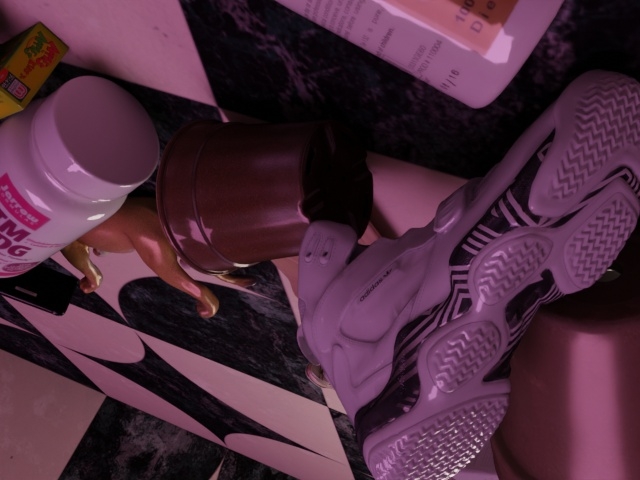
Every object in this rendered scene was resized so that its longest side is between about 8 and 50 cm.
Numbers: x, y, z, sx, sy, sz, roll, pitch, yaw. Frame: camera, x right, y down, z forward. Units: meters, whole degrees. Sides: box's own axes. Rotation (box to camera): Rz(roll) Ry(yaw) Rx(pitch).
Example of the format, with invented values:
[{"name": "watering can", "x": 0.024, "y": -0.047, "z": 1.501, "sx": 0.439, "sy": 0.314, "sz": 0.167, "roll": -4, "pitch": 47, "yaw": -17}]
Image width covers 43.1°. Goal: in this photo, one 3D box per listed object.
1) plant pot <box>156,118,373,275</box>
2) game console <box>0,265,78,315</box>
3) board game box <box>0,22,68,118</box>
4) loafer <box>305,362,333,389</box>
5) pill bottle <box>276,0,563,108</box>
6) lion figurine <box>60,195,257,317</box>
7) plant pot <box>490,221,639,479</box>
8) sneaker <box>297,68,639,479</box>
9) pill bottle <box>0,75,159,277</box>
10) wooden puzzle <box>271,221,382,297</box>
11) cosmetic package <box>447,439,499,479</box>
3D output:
[{"name": "plant pot", "x": -0.047, "y": -0.050, "z": 0.814, "sx": 0.165, "sy": 0.166, "sz": 0.167, "roll": -4, "pitch": 142, "yaw": 35}, {"name": "game console", "x": -0.424, "y": 0.067, "z": 1.180, "sx": 0.122, "sy": 0.107, "sz": 0.071, "roll": 23, "pitch": 130, "yaw": -16}, {"name": "board game box", "x": -0.369, "y": -0.183, "z": 0.933, "sx": 0.181, "sy": 0.092, "sz": 0.043, "roll": -4, "pitch": 142, "yaw": 48}, {"name": "loafer", "x": 0.030, "y": 0.250, "z": 1.462, "sx": 0.125, "sy": 0.045, "sz": 0.039, "roll": 33, "pitch": 139, "yaw": -29}, {"name": "pill bottle", "x": 0.030, "y": -0.187, "z": 0.481, "sx": 0.229, "sy": 0.131, "sz": 0.131, "roll": 28, "pitch": 156, "yaw": -2}, {"name": "lion figurine", "x": -0.301, "y": -0.018, "z": 1.181, "sx": 0.393, "sy": 0.142, "sz": 0.240, "roll": 3, "pitch": 141, "yaw": 16}, {"name": "plant pot", "x": 0.269, "y": 0.112, "z": 0.743, "sx": 0.263, "sy": 0.263, "sz": 0.229, "roll": 7, "pitch": 131, "yaw": 37}, {"name": "sneaker", "x": 0.098, "y": 0.006, "z": 0.663, "sx": 0.137, "sy": 0.365, "sz": 0.210, "roll": 11, "pitch": -157, "yaw": -41}, {"name": "pill bottle", "x": -0.329, "y": -0.072, "z": 0.964, "sx": 0.283, "sy": 0.160, "sz": 0.160, "roll": -26, "pitch": 125, "yaw": 38}, {"name": "wooden puzzle", "x": 0.000, "y": 0.000, "z": 0.998, "sx": 0.221, "sy": 0.044, "sz": 0.238, "roll": 6, "pitch": 144, "yaw": 39}, {"name": "cosmetic package", "x": 0.188, "y": 0.265, "z": 0.971, "sx": 0.117, "sy": 0.085, "sz": 0.231, "roll": 37, "pitch": 152, "yaw": -19}]
